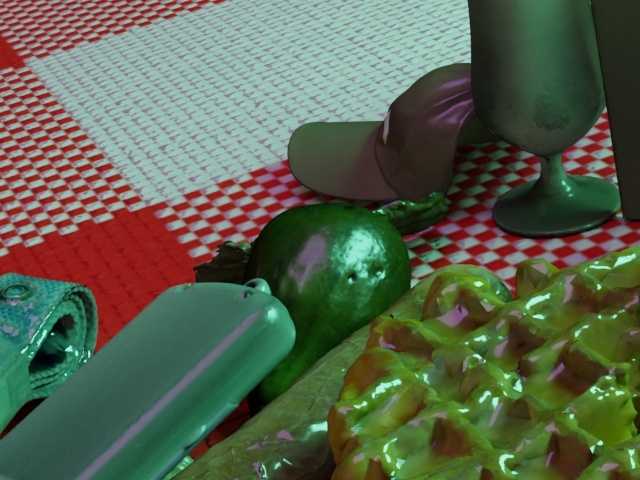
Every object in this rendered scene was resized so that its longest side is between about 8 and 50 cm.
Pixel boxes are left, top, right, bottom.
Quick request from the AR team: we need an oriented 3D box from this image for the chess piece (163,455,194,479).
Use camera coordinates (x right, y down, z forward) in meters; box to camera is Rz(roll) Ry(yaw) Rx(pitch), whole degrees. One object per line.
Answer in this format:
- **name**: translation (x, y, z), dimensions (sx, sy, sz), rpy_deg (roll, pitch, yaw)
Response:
- **chess piece**: translation (-0.100, 0.163, 0.913), dimensions (0.035, 0.035, 0.092), rpy_deg (-3, 31, 19)

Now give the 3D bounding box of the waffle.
- **waffle**: translation (0.133, 0.126, 0.756), dimensions (0.261, 0.151, 0.324), rpy_deg (-17, 22, -1)

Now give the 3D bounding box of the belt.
- **belt**: translation (-0.236, 0.118, 1.005), dimensions (0.072, 0.087, 0.302), rpy_deg (11, 33, 17)

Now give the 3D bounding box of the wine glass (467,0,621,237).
- **wine glass**: translation (0.159, -0.125, 1.155), dimensions (0.103, 0.231, 0.103), rpy_deg (-11, 26, 5)

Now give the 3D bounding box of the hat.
- **hat**: translation (0.064, -0.104, 1.288), dimensions (0.173, 0.144, 0.166), rpy_deg (24, 36, 17)

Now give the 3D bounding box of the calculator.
- **calculator**: translation (-0.116, 0.103, 0.949), dimensions (0.246, 0.045, 0.141), rpy_deg (-44, 25, -25)

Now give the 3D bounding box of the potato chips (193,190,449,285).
- **potato chips**: translation (0.000, -0.001, 1.154), dimensions (0.208, 0.028, 0.092), rpy_deg (-14, -18, -13)

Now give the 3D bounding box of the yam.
- **yam**: translation (0.000, 0.115, 0.920), dimensions (0.081, 0.081, 0.357), rpy_deg (9, 32, 37)

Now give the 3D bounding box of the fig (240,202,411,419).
- **fig**: translation (-0.010, 0.049, 1.035), dimensions (0.117, 0.117, 0.177), rpy_deg (3, 40, 29)

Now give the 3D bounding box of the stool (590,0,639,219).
- **stool**: translation (0.321, -0.182, 1.159), dimensions (0.170, 0.269, 0.243), rpy_deg (3, 29, 30)
